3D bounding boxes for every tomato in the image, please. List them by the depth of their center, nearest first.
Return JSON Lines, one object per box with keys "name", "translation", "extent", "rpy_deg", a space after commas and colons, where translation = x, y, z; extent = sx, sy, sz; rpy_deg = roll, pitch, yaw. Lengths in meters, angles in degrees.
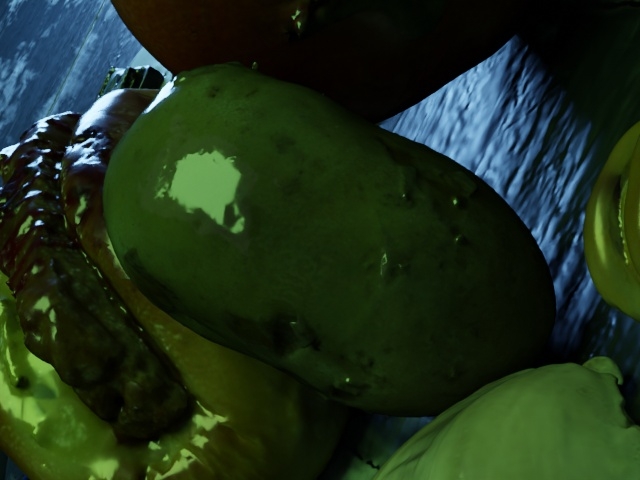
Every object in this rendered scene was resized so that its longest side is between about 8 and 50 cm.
{"name": "tomato", "translation": [-0.001, -0.236, 0.906], "extent": [0.321, 0.321, 0.321], "rpy_deg": [-42, 32, 35]}

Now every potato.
{"name": "potato", "translation": [0.000, 0.000, 0.783], "extent": [0.262, 0.165, 0.165], "rpy_deg": [22, 83, 23]}

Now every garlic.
{"name": "garlic", "translation": [0.075, 0.150, 0.654], "extent": [0.217, 0.110, 0.228], "rpy_deg": [-40, 34, 44]}

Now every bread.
{"name": "bread", "translation": [0.185, -0.019, 0.642], "extent": [0.177, 0.084, 0.119], "rpy_deg": [-17, 50, 61]}

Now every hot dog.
{"name": "hot dog", "translation": [-0.131, 0.031, 1.012], "extent": [0.185, 0.223, 0.405], "rpy_deg": [-55, 26, 22]}

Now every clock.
{"name": "clock", "translation": [-0.185, -0.116, 1.430], "extent": [0.172, 0.064, 0.198], "rpy_deg": [8, 73, 64]}

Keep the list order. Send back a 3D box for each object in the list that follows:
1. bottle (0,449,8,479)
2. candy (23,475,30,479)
{"name": "bottle", "translation": [-0.365, 0.295, 1.190], "extent": [0.229, 0.229, 0.351], "rpy_deg": [16, 100, 64]}
{"name": "candy", "translation": [-0.215, 0.164, 1.246], "extent": [0.088, 0.038, 0.136], "rpy_deg": [-29, 32, 44]}
